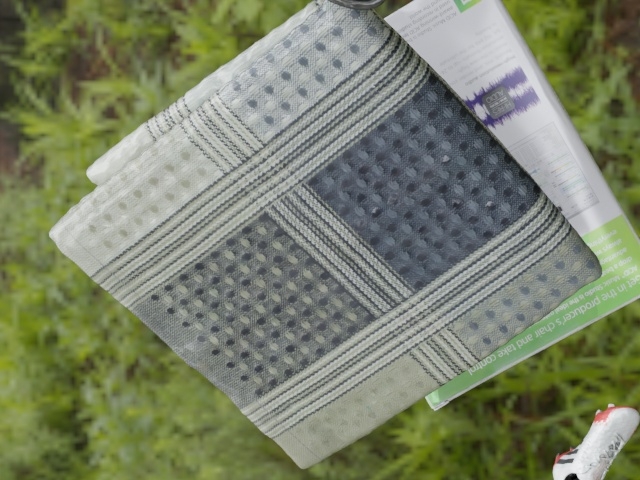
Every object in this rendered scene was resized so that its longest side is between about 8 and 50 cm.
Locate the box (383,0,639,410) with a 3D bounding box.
[{"bbox_3d":[0.118,-0.046,1.387,0.322,0.232,0.058,60,-168,0],"label":"box"}]

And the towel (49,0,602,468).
[{"bbox_3d":[0.000,0.000,1.218,0.324,0.312,0.056,-36,22,24],"label":"towel"}]

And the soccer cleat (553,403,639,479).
[{"bbox_3d":[0.175,0.135,1.005,0.083,0.029,0.035,-51,24,40],"label":"soccer cleat"}]

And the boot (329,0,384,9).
[{"bbox_3d":[-0.033,-0.207,1.027,0.247,0.161,0.083,15,113,27],"label":"boot"}]
